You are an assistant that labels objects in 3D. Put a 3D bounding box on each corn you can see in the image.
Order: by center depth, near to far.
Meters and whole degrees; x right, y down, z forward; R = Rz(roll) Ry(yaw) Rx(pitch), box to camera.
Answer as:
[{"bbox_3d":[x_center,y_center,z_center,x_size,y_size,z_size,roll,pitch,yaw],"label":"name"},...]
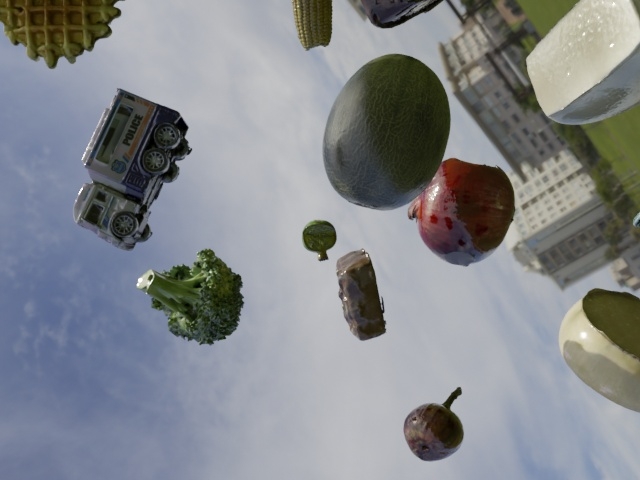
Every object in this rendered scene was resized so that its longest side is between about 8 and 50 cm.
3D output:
[{"bbox_3d":[-0.025,-0.743,1.780,0.131,0.131,0.344,-74,-19,-60],"label":"corn"}]

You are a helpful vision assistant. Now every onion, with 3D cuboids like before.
[{"bbox_3d":[0.441,-0.079,1.851,0.341,0.341,0.341,42,-153,-27],"label":"onion"}]

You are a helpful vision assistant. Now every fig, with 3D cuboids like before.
[{"bbox_3d":[0.325,0.486,1.579,0.231,0.160,0.143,-10,-129,-39],"label":"fig"}]

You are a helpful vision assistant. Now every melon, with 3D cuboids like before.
[{"bbox_3d":[0.128,-0.210,1.164,0.237,0.301,0.237,18,178,1],"label":"melon"}]

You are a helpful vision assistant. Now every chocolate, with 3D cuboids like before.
[{"bbox_3d":[0.095,0.134,1.515,0.148,0.093,0.214,-134,29,-73],"label":"chocolate"}]

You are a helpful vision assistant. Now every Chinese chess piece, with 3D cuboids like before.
[{"bbox_3d":[0.749,0.261,1.439,0.338,0.140,0.338,12,-149,-7],"label":"Chinese chess piece"}]

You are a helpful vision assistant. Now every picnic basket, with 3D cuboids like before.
[{"bbox_3d":[0.222,-0.637,1.385,0.297,0.129,0.222,-36,-69,-29],"label":"picnic basket"}]

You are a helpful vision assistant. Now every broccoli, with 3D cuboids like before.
[{"bbox_3d":[-0.384,0.145,1.811,0.249,0.375,0.302,-47,-53,-24],"label":"broccoli"}]

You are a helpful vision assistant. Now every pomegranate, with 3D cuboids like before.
[{"bbox_3d":[-0.003,-0.003,2.434,0.122,0.143,0.169,-153,51,-76],"label":"pomegranate"}]

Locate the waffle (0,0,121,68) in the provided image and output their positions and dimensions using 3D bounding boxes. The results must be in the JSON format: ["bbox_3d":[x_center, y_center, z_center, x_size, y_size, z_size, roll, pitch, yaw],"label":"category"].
[{"bbox_3d":[-0.551,-0.502,1.257,0.250,0.261,0.056,41,176,-4],"label":"waffle"}]

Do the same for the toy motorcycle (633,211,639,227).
[{"bbox_3d":[0.808,-0.139,1.302,0.169,0.315,0.113,11,-138,-50],"label":"toy motorcycle"}]

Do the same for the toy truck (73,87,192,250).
[{"bbox_3d":[-0.358,-0.127,1.112,0.155,0.268,0.124,24,174,0],"label":"toy truck"}]

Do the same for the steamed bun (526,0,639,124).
[{"bbox_3d":[0.453,-0.286,0.915,0.164,0.241,0.146,-3,-108,-21],"label":"steamed bun"}]
